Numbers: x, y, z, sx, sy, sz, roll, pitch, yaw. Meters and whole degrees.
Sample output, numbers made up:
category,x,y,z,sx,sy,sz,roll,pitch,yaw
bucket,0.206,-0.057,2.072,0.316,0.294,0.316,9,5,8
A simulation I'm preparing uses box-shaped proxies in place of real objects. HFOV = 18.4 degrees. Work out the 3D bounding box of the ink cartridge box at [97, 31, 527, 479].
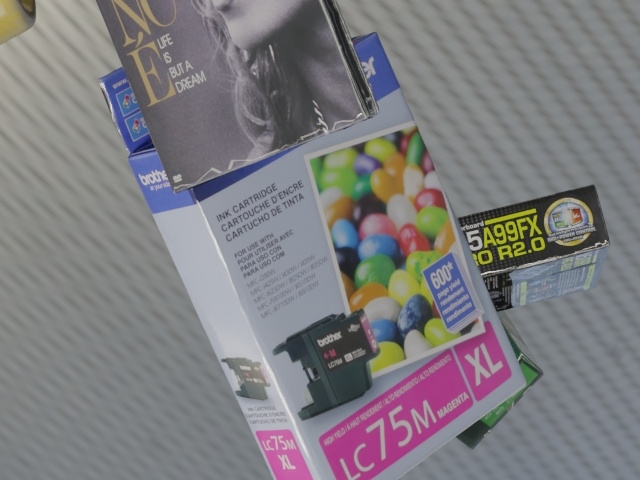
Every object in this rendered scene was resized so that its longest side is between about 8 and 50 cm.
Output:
category,x,y,z,sx,sy,sz,roll,pitch,yaw
ink cartridge box,0.000,0.000,1.259,0.065,0.186,0.311,-13,105,54

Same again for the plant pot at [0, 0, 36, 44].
category,x,y,z,sx,sy,sz,roll,pitch,yaw
plant pot,-0.338,-0.195,1.390,0.239,0.254,0.254,-18,118,1

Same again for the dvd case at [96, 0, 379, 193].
category,x,y,z,sx,sy,sz,roll,pitch,yaw
dvd case,-0.068,-0.148,1.077,0.164,0.018,0.221,-18,94,46

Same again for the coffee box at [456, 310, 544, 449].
category,x,y,z,sx,sy,sz,roll,pitch,yaw
coffee box,0.162,0.130,2.050,0.040,0.184,0.113,39,98,-20

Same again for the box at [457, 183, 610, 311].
category,x,y,z,sx,sy,sz,roll,pitch,yaw
box,0.153,0.024,1.840,0.216,0.270,0.060,-14,80,4
